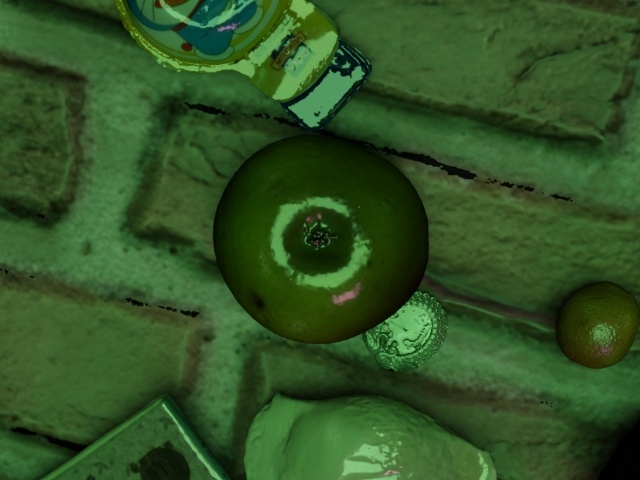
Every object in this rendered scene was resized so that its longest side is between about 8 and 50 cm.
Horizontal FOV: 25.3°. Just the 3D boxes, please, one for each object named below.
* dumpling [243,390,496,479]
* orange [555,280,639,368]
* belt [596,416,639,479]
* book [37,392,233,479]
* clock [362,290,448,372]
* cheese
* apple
[{"bbox_3d":[0.043,0.226,1.318,0.215,0.126,0.166,16,80,-13],"label":"dumpling"},{"bbox_3d":[0.259,0.079,1.327,0.085,0.085,0.085,0,98,0],"label":"orange"},{"bbox_3d":[0.392,0.266,1.306,0.289,0.184,0.164,33,92,-10],"label":"belt"},{"bbox_3d":[-0.134,0.361,1.374,0.264,0.031,0.379,-35,97,17],"label":"book"},{"bbox_3d":[0.082,0.085,1.363,0.083,0.010,0.074,-37,96,4],"label":"clock"},{"bbox_3d":[-0.076,-0.215,1.290,0.270,0.069,0.177,41,96,-5],"label":"cheese"},{"bbox_3d":[0.000,0.000,1.279,0.196,0.157,0.196,0,89,0],"label":"apple"}]
